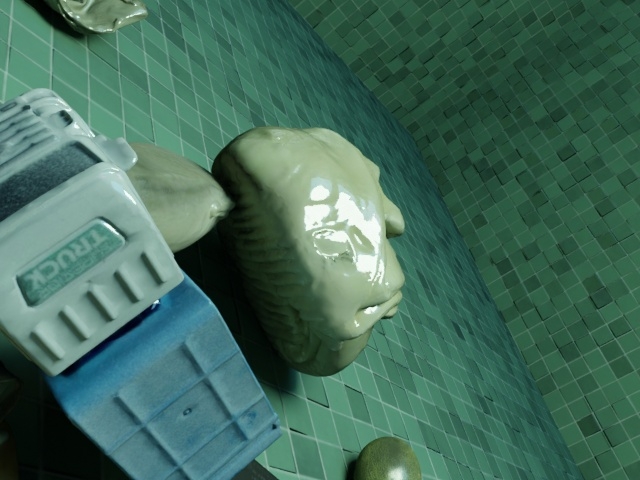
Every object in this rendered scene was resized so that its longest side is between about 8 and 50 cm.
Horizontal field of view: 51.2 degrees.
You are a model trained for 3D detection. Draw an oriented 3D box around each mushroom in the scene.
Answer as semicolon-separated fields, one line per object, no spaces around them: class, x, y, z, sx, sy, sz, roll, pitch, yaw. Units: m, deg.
mushroom;-0.226;-0.033;0.705;0.154;0.137;0.407;42;20;6

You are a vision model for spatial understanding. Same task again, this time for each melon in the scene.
melon;0.094;0.332;0.938;0.098;0.098;0.131;50;17;-16

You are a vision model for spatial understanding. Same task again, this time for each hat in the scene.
hat;-0.387;-0.405;1.040;0.214;0.149;0.244;53;-19;-23

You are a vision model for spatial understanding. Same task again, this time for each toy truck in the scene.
toy truck;-0.153;0.073;0.523;0.175;0.146;0.367;35;-23;38

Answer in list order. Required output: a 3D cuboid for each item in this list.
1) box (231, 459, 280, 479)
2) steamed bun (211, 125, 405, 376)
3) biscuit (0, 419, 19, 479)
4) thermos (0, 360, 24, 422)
box;-0.064;0.301;0.721;0.125;0.027;0.126;48;21;-21
steamed bun;0.002;-0.004;0.911;0.324;0.219;0.310;56;-23;16
biscuit;-0.250;0.231;0.369;0.216;0.047;0.340;53;19;-4
thermos;-0.297;0.064;0.448;0.187;0.073;0.083;39;49;10
